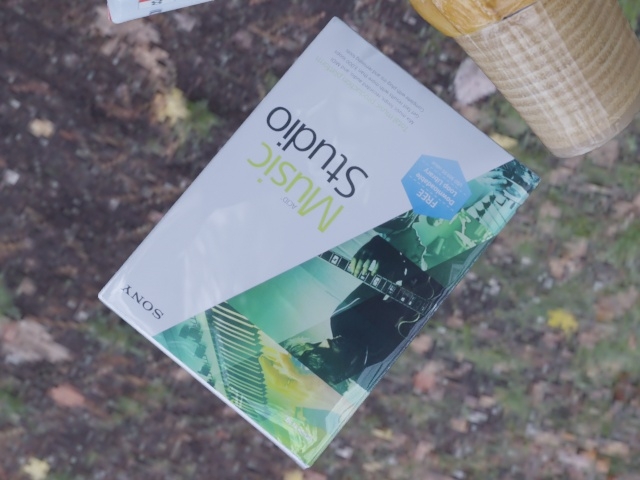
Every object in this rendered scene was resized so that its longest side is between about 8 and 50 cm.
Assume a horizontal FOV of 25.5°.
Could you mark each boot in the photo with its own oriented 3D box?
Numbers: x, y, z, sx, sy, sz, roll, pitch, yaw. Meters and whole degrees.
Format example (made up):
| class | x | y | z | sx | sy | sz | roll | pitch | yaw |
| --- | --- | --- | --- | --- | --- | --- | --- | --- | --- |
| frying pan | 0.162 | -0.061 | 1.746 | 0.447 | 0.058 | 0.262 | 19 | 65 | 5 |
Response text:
| class | x | y | z | sx | sy | sz | roll | pitch | yaw |
| --- | --- | --- | --- | --- | --- | --- | --- | --- | --- |
| boot | 0.091 | -0.194 | 0.646 | 0.104 | 0.295 | 0.211 | -21 | 118 | 31 |

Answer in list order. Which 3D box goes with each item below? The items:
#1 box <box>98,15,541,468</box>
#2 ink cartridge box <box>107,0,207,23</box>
| class | x | y | z | sx | sy | sz | roll | pitch | yaw |
| --- | --- | --- | --- | --- | --- | --- | --- | --- | --- |
| box | 0.000 | 0.000 | 1.212 | 0.232 | 0.322 | 0.058 | 38 | 173 | 5 |
| ink cartridge box | -0.069 | -0.167 | 0.924 | 0.145 | 0.045 | 0.179 | -16 | 174 | -9 |
